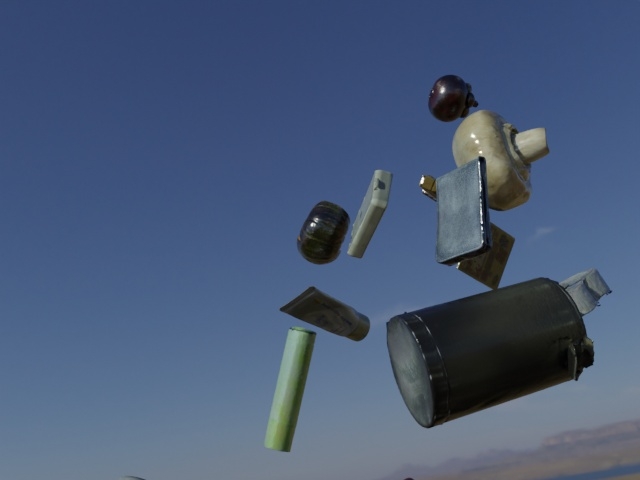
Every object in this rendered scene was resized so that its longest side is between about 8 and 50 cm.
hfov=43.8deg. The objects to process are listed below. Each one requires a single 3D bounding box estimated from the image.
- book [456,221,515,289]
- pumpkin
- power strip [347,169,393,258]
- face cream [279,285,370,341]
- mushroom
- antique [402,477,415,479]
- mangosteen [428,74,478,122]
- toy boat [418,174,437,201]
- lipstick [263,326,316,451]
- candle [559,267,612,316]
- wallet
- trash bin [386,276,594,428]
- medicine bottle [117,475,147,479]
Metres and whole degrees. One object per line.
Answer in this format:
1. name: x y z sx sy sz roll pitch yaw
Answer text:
1. book: 0.469 0.034 2.255 0.192 0.168 0.013 27 -8 -38
2. pumpkin: 0.000 0.000 2.035 0.118 0.108 0.184 19 -44 2
3. power strip: 0.088 -0.045 1.438 0.035 0.081 0.192 14 -37 -5
4. face cream: 0.018 0.177 1.890 0.114 0.070 0.224 -37 -45 29
5. mushroom: 0.466 -0.212 2.006 0.234 0.254 0.260 -26 -63 27
6. antique: 0.230 0.660 1.737 0.223 0.278 0.129 -24 -24 -8
7. mangosteen: 0.367 -0.388 2.193 0.140 0.140 0.140 -8 -17 -3
8. toy boat: 0.369 -0.157 2.521 0.077 0.057 0.200 18 -5 39
9. lipstick: -0.075 0.365 1.969 0.076 0.304 0.076 13 -8 2
10. candle: 0.498 0.129 1.635 0.168 0.068 0.192 -33 -6 36
11. wallet: 0.314 -0.060 1.767 0.036 0.222 0.167 11 -20 -26
12. trash bin: 0.294 0.193 1.427 0.301 0.203 0.252 -14 27 -13
13. medicine bottle: -0.368 0.525 1.522 0.080 0.130 0.080 9 -34 6
